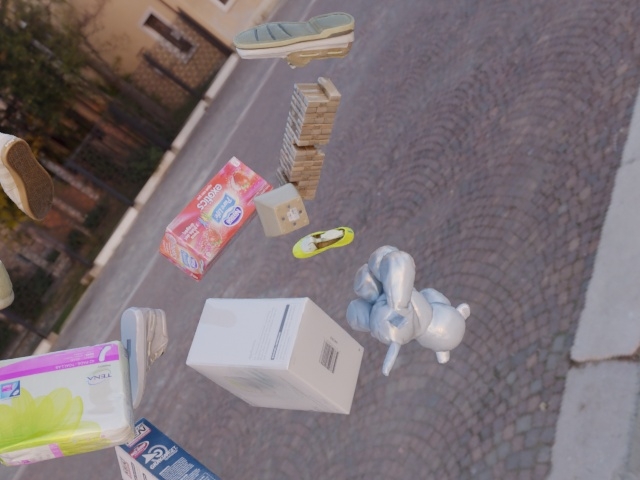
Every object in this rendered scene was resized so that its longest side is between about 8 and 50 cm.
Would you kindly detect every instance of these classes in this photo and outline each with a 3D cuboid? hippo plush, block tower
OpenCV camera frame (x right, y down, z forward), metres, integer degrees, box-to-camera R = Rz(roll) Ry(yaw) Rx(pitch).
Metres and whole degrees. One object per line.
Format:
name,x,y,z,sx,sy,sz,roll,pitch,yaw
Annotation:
hippo plush,0.223,0.147,1.670,0.294,0.236,0.234,-135,59,-64
block tower,-0.039,-0.260,1.940,0.091,0.097,0.335,60,146,39

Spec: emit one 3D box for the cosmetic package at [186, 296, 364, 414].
cosmetic package,-0.078,0.211,1.348,0.225,0.224,0.138,-3,58,33

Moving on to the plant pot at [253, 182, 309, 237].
plant pot,-0.086,-0.067,1.800,0.109,0.109,0.096,-23,18,-16

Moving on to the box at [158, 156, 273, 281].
box,-0.279,-0.057,1.979,0.300,0.142,0.154,-52,1,-33

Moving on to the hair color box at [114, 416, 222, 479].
hair color box,-0.354,0.608,1.835,0.105,0.347,0.174,-37,-38,-38

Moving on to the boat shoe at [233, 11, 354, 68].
boat shoe,-0.060,-0.477,1.821,0.113,0.302,0.103,-111,14,-45

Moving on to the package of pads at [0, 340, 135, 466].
package of pads,-0.568,0.361,1.640,0.101,0.296,0.229,93,164,-54

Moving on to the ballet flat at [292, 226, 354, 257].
ballet flat,0.000,0.000,2.516,0.231,0.077,0.077,-16,73,17

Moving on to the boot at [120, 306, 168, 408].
boot,-0.445,0.300,1.900,0.095,0.123,0.258,1,87,38

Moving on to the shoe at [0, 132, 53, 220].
shoe,-0.555,-0.120,1.377,0.076,0.058,0.219,-57,-18,-32

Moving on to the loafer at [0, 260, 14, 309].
loafer,-0.669,0.058,1.276,0.102,0.268,0.092,-133,52,-64
